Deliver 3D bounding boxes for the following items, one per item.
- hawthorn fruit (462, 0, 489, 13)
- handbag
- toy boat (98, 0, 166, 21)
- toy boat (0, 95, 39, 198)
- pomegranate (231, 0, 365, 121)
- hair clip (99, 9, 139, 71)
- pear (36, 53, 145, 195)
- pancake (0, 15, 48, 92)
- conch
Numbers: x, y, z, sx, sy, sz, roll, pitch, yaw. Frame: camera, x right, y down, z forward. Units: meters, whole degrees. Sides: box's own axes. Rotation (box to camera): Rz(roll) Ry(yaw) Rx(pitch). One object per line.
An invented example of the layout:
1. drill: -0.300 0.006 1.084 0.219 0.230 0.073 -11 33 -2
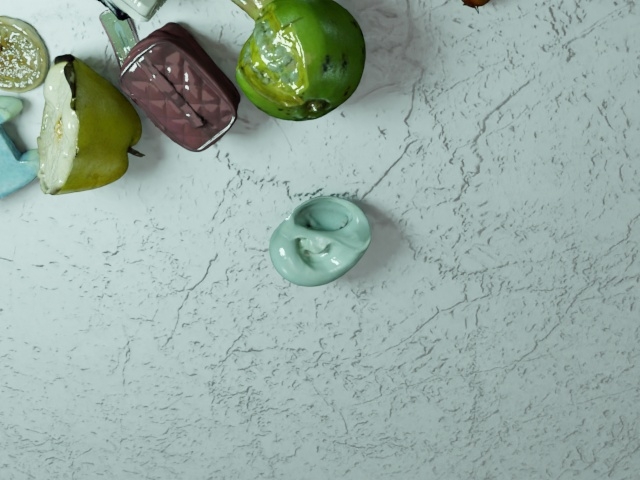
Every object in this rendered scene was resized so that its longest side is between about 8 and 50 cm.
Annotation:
1. hawthorn fruit: 0.275 -0.452 1.168 0.081 0.081 0.093 7 129 -3
2. handbag: -0.255 -0.281 1.230 0.146 0.135 0.225 -34 118 16
3. toy boat: -0.395 -0.472 1.138 0.269 0.141 0.140 25 117 -11
4. toy boat: -0.724 -0.180 1.330 0.330 0.123 0.215 -21 126 0
5. pomegranate: -0.058 -0.355 1.169 0.236 0.236 0.302 -34 81 18
6. hair clip: -0.371 -0.370 1.251 0.054 0.022 0.137 -12 122 7
7. pear: -0.430 -0.210 1.263 0.178 0.267 0.267 1 126 -40
8. pancake: -0.596 -0.351 1.263 0.152 0.025 0.151 -1 120 -1
9. conch: -0.002 -0.002 1.399 0.221 0.121 0.185 -20 114 3
